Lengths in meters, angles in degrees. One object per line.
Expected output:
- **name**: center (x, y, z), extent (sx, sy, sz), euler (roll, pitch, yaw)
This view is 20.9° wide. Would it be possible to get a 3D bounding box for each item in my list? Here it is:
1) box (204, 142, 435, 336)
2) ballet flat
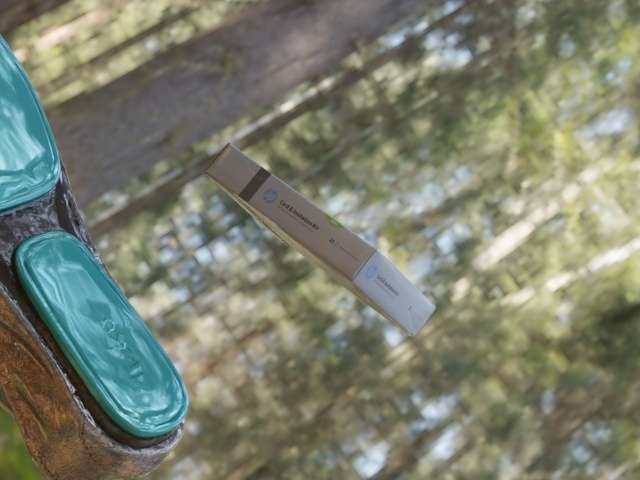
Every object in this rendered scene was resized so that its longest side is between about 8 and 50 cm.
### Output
- **box**: center (0.000, 0.000, 1.511), extent (0.186, 0.038, 0.145), euler (37, -3, 33)
- **ballet flat**: center (-0.189, 0.006, 0.999), extent (0.106, 0.107, 0.316), euler (-41, -110, 41)
